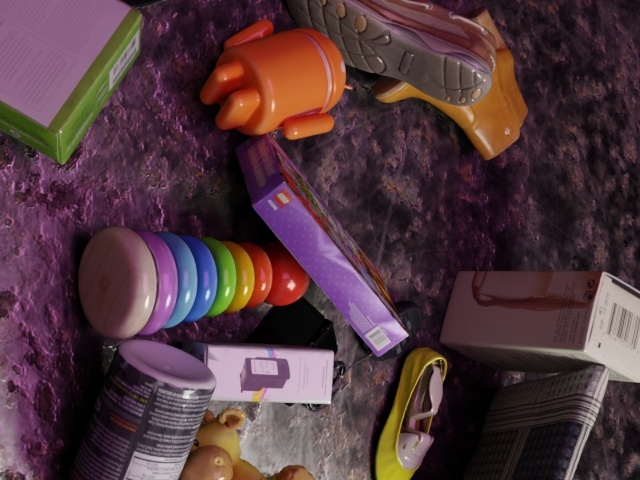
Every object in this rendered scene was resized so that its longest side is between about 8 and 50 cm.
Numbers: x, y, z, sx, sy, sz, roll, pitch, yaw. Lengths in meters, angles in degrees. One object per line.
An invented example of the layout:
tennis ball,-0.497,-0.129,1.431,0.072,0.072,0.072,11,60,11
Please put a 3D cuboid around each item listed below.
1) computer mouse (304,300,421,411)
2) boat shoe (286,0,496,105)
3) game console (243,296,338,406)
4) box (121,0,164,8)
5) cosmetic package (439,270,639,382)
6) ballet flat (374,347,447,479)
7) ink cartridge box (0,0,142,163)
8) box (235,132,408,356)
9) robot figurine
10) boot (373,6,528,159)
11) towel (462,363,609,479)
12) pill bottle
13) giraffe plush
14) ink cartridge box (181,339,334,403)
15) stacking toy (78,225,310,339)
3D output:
computer mouse,0.059,0.168,1.831,0.242,0.041,0.071,-36,130,-28
boat shoe,0.104,-0.308,1.760,0.324,0.123,0.116,27,59,-2
game console,-0.041,0.155,1.761,0.122,0.071,0.107,-48,147,-28
box,-0.166,-0.395,1.568,0.247,0.163,0.142,-29,109,-35
cosmetic package,0.346,0.128,1.890,0.153,0.296,0.129,27,72,-37
ballet flat,0.142,0.274,1.864,0.077,0.077,0.231,25,75,-36
ink cartridge box,-0.367,-0.241,1.463,0.255,0.097,0.189,29,68,2
box,0.000,0.000,1.681,0.057,0.201,0.293,-36,117,7
robot figurine,-0.057,-0.220,1.678,0.219,0.158,0.128,-22,126,-36
boot,0.218,-0.214,1.913,0.295,0.104,0.211,-39,113,-36
towel,0.302,0.345,1.851,0.056,0.324,0.312,29,71,-11
pill bottle,-0.229,0.256,1.509,0.130,0.130,0.246,14,104,-38
giraffe plush,-0.119,0.308,1.596,0.181,0.210,0.170,-36,107,-7
ink cartridge box,-0.087,0.173,1.623,0.175,0.127,0.072,4,87,-20
stacking toy,-0.146,0.052,1.616,0.330,0.141,0.141,0,89,-45
